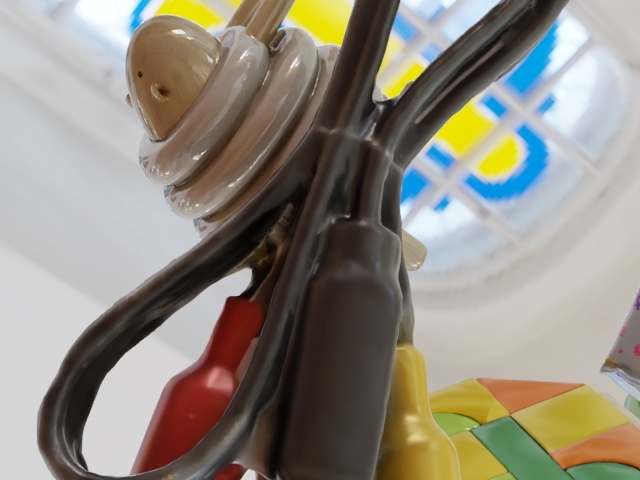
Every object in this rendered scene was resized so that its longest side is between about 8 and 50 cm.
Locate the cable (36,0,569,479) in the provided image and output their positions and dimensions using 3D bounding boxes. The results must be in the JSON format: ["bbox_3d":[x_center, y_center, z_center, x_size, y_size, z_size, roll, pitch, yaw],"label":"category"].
[{"bbox_3d":[0.000,0.000,0.629,0.072,0.139,0.287,104,-1,-70],"label":"cable"}]

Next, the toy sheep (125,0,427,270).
[{"bbox_3d":[-0.012,-0.032,0.683,0.091,0.132,0.091,-50,-165,18],"label":"toy sheep"}]

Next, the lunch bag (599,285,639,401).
[{"bbox_3d":[0.149,0.035,0.726,0.053,0.083,0.071,21,-99,34],"label":"lunch bag"}]

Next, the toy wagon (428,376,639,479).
[{"bbox_3d":[0.106,0.173,0.961,0.267,0.068,0.344,-19,-154,-14],"label":"toy wagon"}]
